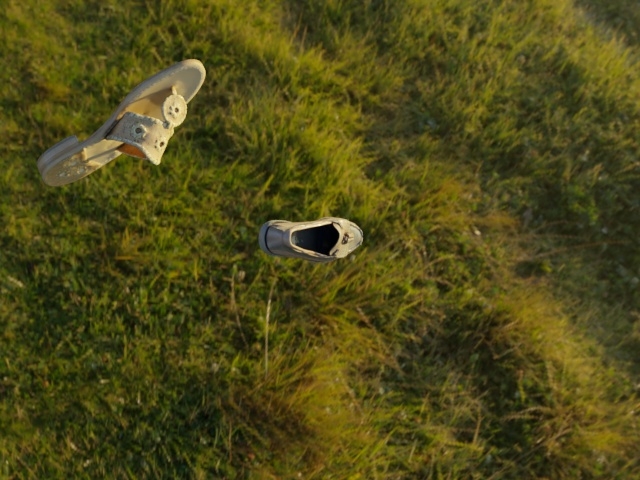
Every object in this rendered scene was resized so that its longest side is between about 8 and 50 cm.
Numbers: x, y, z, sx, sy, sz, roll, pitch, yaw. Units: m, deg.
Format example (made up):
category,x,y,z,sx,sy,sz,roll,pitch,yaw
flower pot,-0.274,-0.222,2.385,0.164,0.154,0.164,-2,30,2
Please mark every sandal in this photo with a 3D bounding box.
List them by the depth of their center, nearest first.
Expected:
category,x,y,z,sx,sy,sz,roll,pitch,yaw
sandal,-0.223,-0.116,0.897,0.240,0.088,0.079,-31,72,5

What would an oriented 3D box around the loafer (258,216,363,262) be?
category,x,y,z,sx,sy,sz,roll,pitch,yaw
loafer,0.000,0.000,0.706,0.125,0.039,0.045,-1,92,-44
